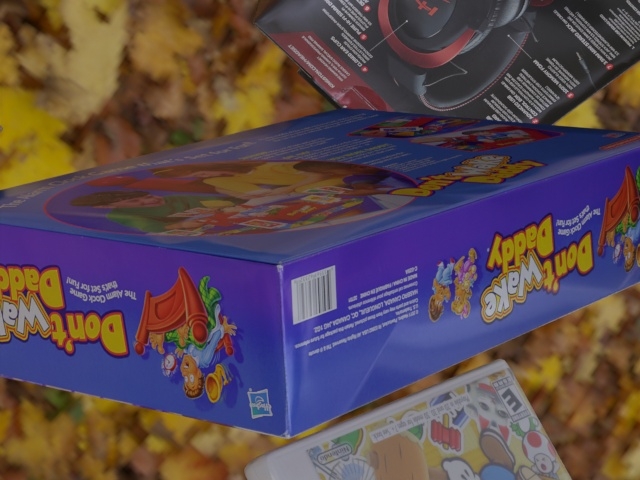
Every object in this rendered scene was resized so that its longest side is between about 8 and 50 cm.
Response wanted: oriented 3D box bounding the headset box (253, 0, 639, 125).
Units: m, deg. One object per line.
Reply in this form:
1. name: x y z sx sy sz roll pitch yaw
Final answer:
1. headset box: 0.108 -0.184 1.385 0.218 0.110 0.293 41 120 -20

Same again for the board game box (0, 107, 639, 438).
1. board game box: 0.000 0.000 0.960 0.347 0.233 0.078 -18 110 -49

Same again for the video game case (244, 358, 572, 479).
1. video game case: 0.084 0.187 1.065 0.227 0.206 0.026 -16 163 -47

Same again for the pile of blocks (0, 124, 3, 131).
1. pile of blocks: -0.364 -0.033 1.284 0.149 0.112 0.362 -43 -176 35
